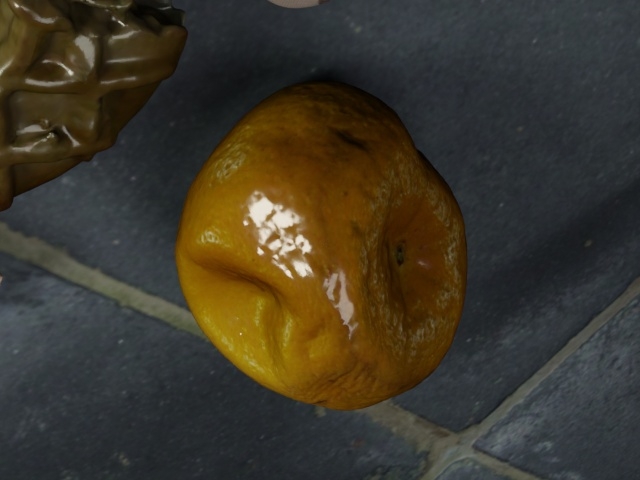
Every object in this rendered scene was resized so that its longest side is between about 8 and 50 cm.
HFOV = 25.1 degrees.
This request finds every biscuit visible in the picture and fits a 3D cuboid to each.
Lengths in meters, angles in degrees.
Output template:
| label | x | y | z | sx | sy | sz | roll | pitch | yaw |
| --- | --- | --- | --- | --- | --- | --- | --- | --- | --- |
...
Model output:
| label | x | y | z | sx | sy | sz | roll | pitch | yaw |
| --- | --- | --- | --- | --- | --- | --- | --- | --- | --- |
| biscuit | -0.269 | -0.123 | 0.835 | 0.268 | 0.115 | 0.366 | -43 | 139 | 22 |

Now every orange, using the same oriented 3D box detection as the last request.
| label | x | y | z | sx | sy | sz | roll | pitch | yaw |
| --- | --- | --- | --- | --- | --- | --- | --- | --- | --- |
| orange | 0.000 | 0.000 | 1.086 | 0.249 | 0.183 | 0.249 | -4 | 95 | -58 |

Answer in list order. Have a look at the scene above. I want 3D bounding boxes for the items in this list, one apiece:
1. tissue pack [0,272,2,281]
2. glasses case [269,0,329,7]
| label | x | y | z | sx | sy | sz | roll | pitch | yaw |
| --- | --- | --- | --- | --- | --- | --- | --- | --- | --- |
| tissue pack | -0.282 | 0.015 | 1.017 | 0.074 | 0.058 | 0.094 | -41 | 138 | 13 |
| glasses case | 0.077 | -0.268 | 0.947 | 0.314 | 0.075 | 0.122 | -33 | 137 | 1 |
